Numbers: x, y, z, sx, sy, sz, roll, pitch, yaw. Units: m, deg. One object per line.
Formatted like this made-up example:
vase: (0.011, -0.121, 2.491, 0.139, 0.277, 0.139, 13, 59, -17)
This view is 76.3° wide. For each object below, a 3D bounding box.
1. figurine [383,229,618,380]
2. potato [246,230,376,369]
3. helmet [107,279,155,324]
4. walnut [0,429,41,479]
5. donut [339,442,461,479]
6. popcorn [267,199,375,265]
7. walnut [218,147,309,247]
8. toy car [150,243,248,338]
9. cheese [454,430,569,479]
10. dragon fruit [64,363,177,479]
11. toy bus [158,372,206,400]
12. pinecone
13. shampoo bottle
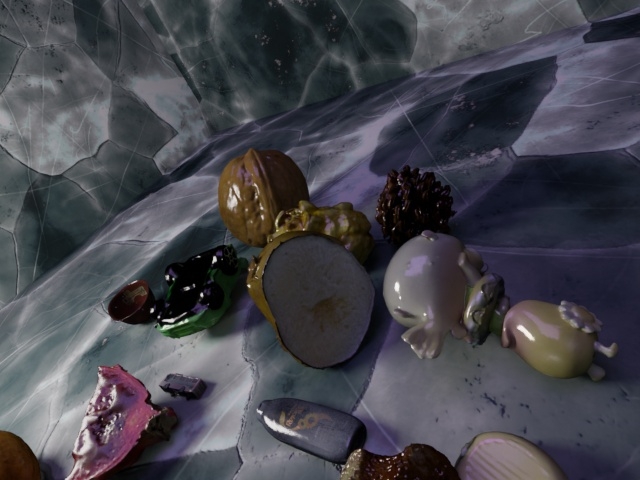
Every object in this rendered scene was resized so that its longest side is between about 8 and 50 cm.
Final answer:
figurine: (0.278, 0.138, 0.718, 0.394, 0.227, 0.274, 22, 43, 37)
potato: (-0.025, 0.116, 0.921, 0.246, 0.300, 0.196, -24, 12, -13)
helmet: (-0.617, 0.227, 1.378, 0.155, 0.106, 0.175, -40, 38, -14)
walnut: (-0.758, 0.555, 0.925, 0.336, 0.209, 0.209, 4, 43, 31)
donut: (0.096, 0.372, 0.585, 0.187, 0.144, 0.126, -58, 2, 39)
popcorn: (0.000, 0.000, 1.116, 0.286, 0.252, 0.215, -18, 77, 26)
walnut: (-0.188, -0.144, 1.363, 0.332, 0.333, 0.333, -21, 31, 13)
toy car: (-0.345, 0.145, 1.226, 0.213, 0.176, 0.359, -20, 35, 15)
cheese: (0.280, 0.343, 0.515, 0.137, 0.064, 0.227, -43, 32, -17)
dragon fruit: (-0.429, 0.427, 0.927, 0.211, 0.134, 0.262, -8, 50, 11)
toy bus: (-0.346, 0.364, 1.021, 0.130, 0.037, 0.052, -4, 36, 34)
pinecone: (0.244, -0.080, 1.048, 0.221, 0.221, 0.221, -21, 31, 13)
shampoo bottle: (-0.027, 0.349, 0.770, 0.233, 0.049, 0.087, -1, 38, 39)
